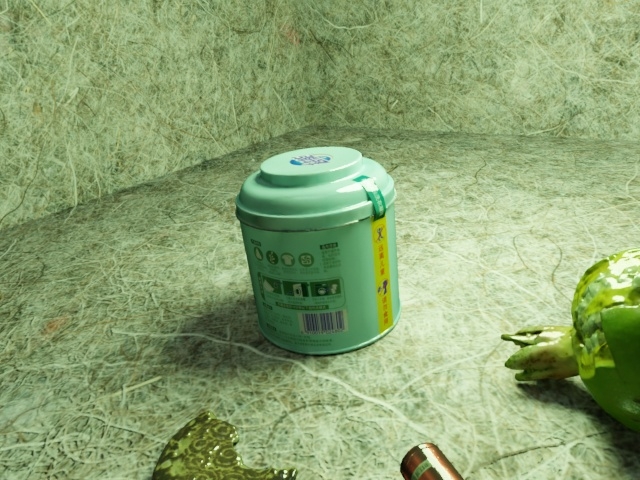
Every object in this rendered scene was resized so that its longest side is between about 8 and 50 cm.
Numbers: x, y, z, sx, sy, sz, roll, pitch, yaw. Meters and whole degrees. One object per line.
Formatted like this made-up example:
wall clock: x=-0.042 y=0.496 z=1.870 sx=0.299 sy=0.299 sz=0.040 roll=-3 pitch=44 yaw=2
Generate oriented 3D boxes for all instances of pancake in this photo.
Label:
pancake: x=-0.127 y=0.288 z=0.638 sx=0.184 sy=0.020 sz=0.190 roll=-11 pitch=26 yaw=-8

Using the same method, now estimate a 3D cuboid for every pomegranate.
pomegranate: x=0.396 y=0.138 z=0.628 sx=0.301 sy=0.236 sz=0.236 roll=-31 pitch=2 yaw=45

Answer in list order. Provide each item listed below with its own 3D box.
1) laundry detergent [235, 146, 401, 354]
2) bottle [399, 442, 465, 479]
laundry detergent: x=0.000 y=0.000 z=0.887 sx=0.286 sy=0.306 sz=0.287 roll=-6 pitch=24 yaw=2
bottle: x=0.149 y=0.292 z=0.508 sx=0.060 sy=0.060 sz=0.164 roll=-15 pitch=25 yaw=-17
